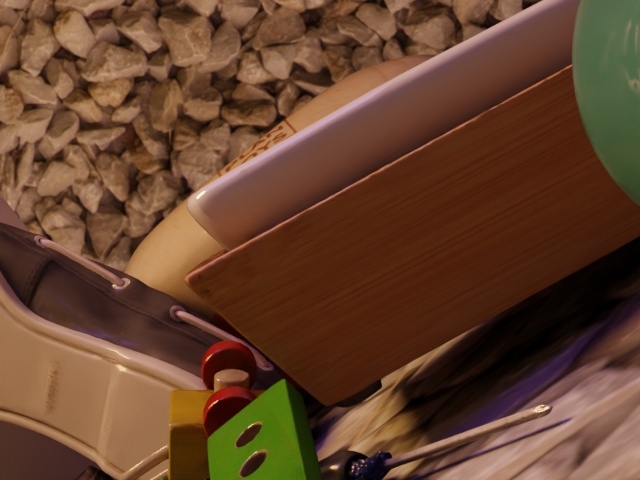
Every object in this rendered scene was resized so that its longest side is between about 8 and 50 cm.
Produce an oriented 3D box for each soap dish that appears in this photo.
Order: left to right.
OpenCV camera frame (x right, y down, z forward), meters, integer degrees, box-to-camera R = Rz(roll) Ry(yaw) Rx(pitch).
[{"bbox_3d":[0.080,-0.034,0.686,0.291,0.118,0.229,-29,3,0],"label":"soap dish"}]

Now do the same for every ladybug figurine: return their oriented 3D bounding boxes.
[{"bbox_3d":[0.000,0.000,1.025,0.305,0.162,0.449,-38,2,1],"label":"ladybug figurine"}]

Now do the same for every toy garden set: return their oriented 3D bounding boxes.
[{"bbox_3d":[-0.093,0.152,0.589,0.244,0.049,0.204,-39,17,6],"label":"toy garden set"}]

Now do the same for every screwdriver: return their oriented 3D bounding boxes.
[{"bbox_3d":[0.034,0.085,0.561,0.024,0.025,0.170,-39,0,-39],"label":"screwdriver"}]

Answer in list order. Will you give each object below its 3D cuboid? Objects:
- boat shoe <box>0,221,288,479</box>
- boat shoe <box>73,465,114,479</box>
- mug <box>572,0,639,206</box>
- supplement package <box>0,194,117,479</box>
[{"bbox_3d":[-0.159,0.063,0.862,0.095,0.335,0.112,-12,-56,-59],"label":"boat shoe"},{"bbox_3d":[-0.270,0.236,0.798,0.355,0.130,0.132,-37,3,-6],"label":"boat shoe"},{"bbox_3d":[0.158,-0.065,0.398,0.158,0.129,0.097,-37,6,-1],"label":"mug"},{"bbox_3d":[-0.253,0.130,0.995,0.145,0.262,0.204,-36,3,40],"label":"supplement package"}]
